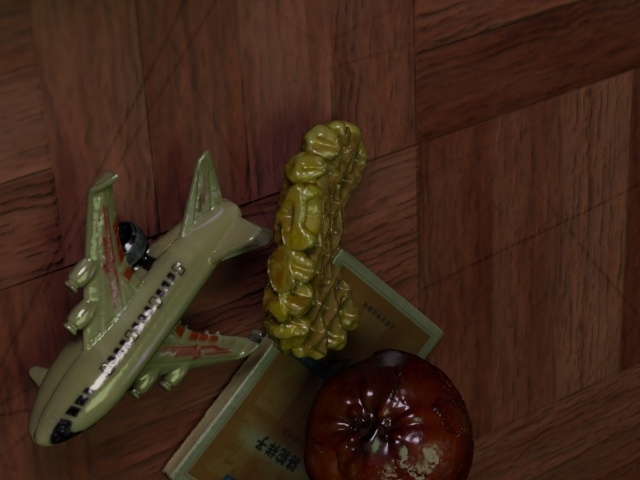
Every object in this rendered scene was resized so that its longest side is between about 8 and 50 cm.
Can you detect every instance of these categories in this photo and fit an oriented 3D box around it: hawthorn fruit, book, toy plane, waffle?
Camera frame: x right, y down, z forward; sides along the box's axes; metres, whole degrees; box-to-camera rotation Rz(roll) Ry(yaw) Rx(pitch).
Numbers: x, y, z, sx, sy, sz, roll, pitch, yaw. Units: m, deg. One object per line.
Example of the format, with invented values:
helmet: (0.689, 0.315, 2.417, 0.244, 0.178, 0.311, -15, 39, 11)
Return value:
hawthorn fruit: (0.065, 0.174, 1.454, 0.148, 0.148, 0.172, -54, 154, -2)
book: (-0.010, 0.138, 1.477, 0.241, 0.018, 0.170, -53, 133, -3)
toy plane: (-0.137, 0.053, 1.285, 0.244, 0.092, 0.229, -47, 134, -10)
waffle: (-0.003, 0.000, 1.357, 0.149, 0.051, 0.194, -9, 106, -72)
